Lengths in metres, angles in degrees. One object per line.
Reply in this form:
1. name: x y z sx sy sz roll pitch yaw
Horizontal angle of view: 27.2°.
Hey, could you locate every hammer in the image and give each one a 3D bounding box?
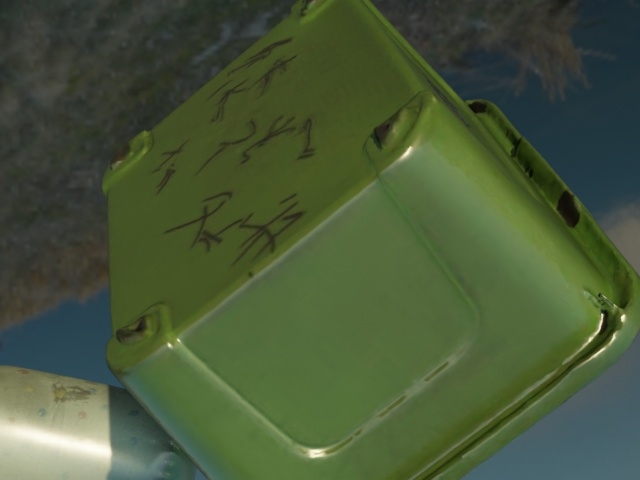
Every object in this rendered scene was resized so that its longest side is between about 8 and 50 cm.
1. hammer: -0.228 0.263 1.151 0.206 0.119 0.335 13 122 -3

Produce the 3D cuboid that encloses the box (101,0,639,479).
1. box: 0.000 0.000 0.756 0.253 0.329 0.178 -40 113 9
